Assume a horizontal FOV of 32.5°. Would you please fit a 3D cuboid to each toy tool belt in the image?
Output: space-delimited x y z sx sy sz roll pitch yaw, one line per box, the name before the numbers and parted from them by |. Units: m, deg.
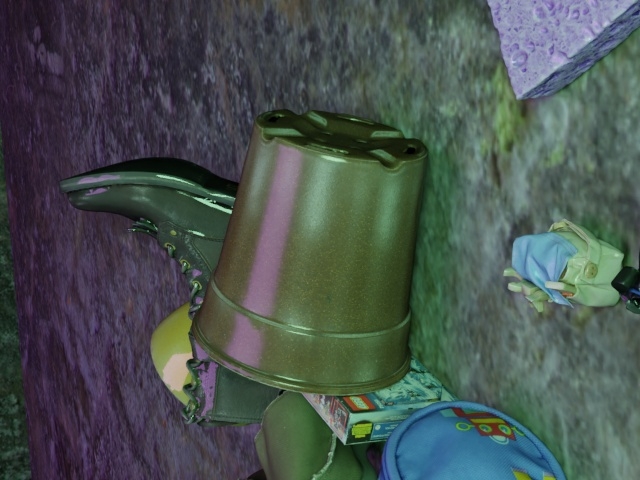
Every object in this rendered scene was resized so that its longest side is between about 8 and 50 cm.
toy tool belt | 0.130 0.014 0.628 0.083 0.051 0.052 -155 61 -62

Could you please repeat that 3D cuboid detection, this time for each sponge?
sponge | 0.121 -0.199 0.611 0.117 0.031 0.210 -41 60 61

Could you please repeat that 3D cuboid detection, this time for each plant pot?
plant pot | 0.000 0.000 0.791 0.167 0.167 0.165 42 127 55
plant pot | -0.078 0.092 1.034 0.095 0.134 0.134 -50 48 28

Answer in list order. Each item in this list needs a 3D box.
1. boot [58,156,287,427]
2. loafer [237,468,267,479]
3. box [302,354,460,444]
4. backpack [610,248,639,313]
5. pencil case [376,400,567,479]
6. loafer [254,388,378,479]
boot | -0.100 0.051 0.937 0.091 0.263 0.229 -51 -34 -74
loafer | -0.041 0.265 0.975 0.366 0.130 0.133 148 112 -63
box | 0.030 0.102 0.817 0.137 0.094 0.027 43 127 55
backpack | 0.194 0.002 0.426 0.114 0.105 0.084 35 129 52
pencil case | 0.075 0.256 0.735 0.133 0.119 0.306 42 135 39
loafer | -0.016 0.164 0.812 0.094 0.087 0.251 -49 4 8
